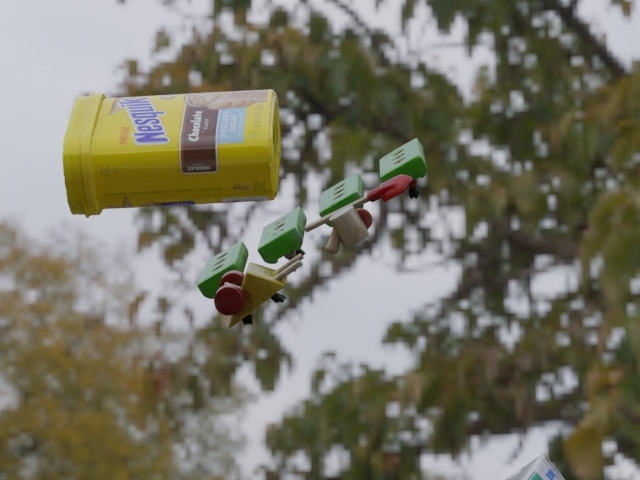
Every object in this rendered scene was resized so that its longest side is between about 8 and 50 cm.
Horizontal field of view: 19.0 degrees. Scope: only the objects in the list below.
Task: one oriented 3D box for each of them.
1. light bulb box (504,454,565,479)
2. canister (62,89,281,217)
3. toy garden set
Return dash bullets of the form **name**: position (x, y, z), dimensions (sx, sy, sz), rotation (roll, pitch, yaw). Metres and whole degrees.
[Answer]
- **light bulb box**: position (0.094, 0.409, 1.662), dimensions (0.358, 0.225, 0.361), rotation (-39, -5, 20)
- **canister**: position (-0.120, -0.076, 1.593), dimensions (0.170, 0.126, 0.073), rotation (-3, -61, 3)
- **toy garden set**: position (0.000, 0.000, 1.803), dimensions (0.244, 0.049, 0.204), rotation (-30, 9, 7)
